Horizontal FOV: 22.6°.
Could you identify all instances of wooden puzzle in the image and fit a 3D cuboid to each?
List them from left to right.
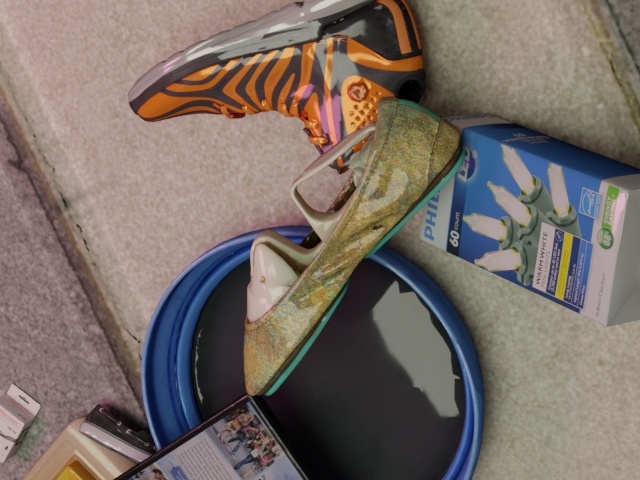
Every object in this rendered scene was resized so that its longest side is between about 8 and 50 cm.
[{"bbox_3d":[-0.281,0.361,1.927,0.221,0.044,0.238,45,115,5],"label":"wooden puzzle"}]

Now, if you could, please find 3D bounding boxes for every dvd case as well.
[{"bbox_3d":[-0.113,0.296,1.770,0.253,0.022,0.180,-35,90,27],"label":"dvd case"}]

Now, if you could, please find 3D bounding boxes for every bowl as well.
[{"bbox_3d":[-0.005,0.168,1.745,0.391,0.077,0.391,6,107,21],"label":"bowl"}]

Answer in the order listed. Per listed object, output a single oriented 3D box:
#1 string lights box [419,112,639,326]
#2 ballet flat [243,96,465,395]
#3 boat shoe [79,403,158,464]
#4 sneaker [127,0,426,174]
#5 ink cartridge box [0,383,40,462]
[{"bbox_3d":[0.214,-0.026,1.537,0.260,0.077,0.133,26,117,47],"label":"string lights box"},{"bbox_3d":[0.000,0.000,1.583,0.123,0.123,0.348,41,109,7],"label":"ballet flat"},{"bbox_3d":[-0.213,0.238,1.865,0.142,0.049,0.040,27,73,5],"label":"boat shoe"},{"bbox_3d":[-0.041,-0.140,1.644,0.321,0.124,0.180,-19,96,25],"label":"sneaker"},{"bbox_3d":[-0.379,0.221,1.935,0.048,0.028,0.083,36,114,9],"label":"ink cartridge box"}]
